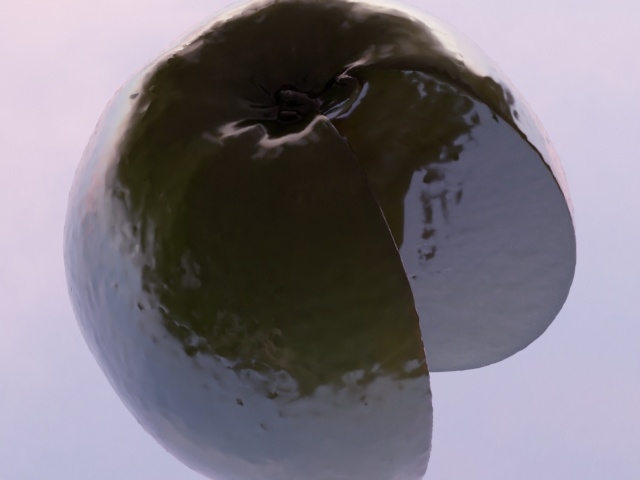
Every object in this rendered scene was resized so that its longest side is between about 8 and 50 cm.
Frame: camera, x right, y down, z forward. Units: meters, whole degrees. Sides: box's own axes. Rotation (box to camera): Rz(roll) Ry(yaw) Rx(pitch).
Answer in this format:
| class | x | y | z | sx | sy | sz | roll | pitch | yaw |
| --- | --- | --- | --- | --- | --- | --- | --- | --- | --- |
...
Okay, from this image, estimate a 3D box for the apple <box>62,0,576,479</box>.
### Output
| class | x | y | z | sx | sy | sz | roll | pitch | yaw |
| --- | --- | --- | --- | --- | --- | --- | --- | --- | --- |
| apple | 0.000 | 0.000 | 0.918 | 0.292 | 0.254 | 0.292 | -3 | -132 | 4 |
